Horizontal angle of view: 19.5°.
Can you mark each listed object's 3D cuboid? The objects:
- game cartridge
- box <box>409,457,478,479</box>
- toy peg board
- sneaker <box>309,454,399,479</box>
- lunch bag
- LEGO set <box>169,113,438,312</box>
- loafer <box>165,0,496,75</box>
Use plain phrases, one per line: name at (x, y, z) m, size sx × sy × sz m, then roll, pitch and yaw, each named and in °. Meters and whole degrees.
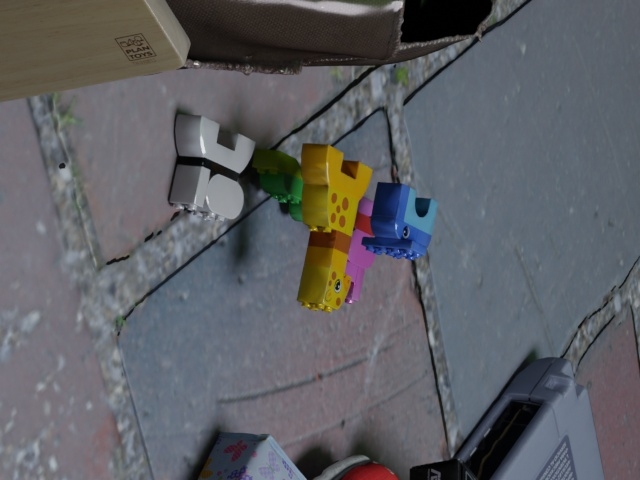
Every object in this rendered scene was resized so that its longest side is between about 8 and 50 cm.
game cartridge at (0.139, 0.251, 1.438) m, size 0.294 × 0.060 × 0.196 m, roll -46°, pitch 128°, yaw -43°
box at (0.109, 0.270, 1.256) m, size 0.190 × 0.045 × 0.184 m, roll 53°, pitch 30°, yaw -47°
toy peg board at (-0.156, -0.146, 0.834) m, size 0.160 × 0.161 × 0.079 m, roll 58°, pitch 34°, yaw -44°
sneaker at (0.006, 0.268, 1.173) m, size 0.107 × 0.118 × 0.279 m, roll 56°, pitch 50°, yaw -46°
lunch bag at (-0.042, 0.170, 1.145) m, size 0.083 × 0.053 × 0.071 m, roll 52°, pitch 50°, yaw -35°
LEGO set at (0.000, 0.000, 1.152) m, size 0.227 × 0.087 × 0.093 m, roll 24°, pitch 74°, yaw -55°
loafer at (-0.013, -0.162, 1.064) m, size 0.366 × 0.130 × 0.134 m, roll -13°, pitch 105°, yaw -56°
